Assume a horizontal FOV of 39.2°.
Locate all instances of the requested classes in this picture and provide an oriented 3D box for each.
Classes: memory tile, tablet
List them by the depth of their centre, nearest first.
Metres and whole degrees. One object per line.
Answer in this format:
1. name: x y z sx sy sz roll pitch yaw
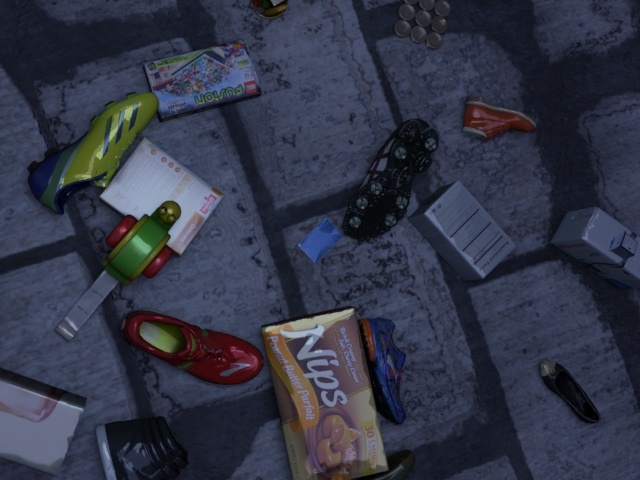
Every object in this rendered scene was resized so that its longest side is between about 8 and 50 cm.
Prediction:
1. tablet: 0.000 0.000 1.792 0.083 0.006 0.054 -45 96 -14
2. memory tile: 0.218 -0.482 1.885 0.113 0.012 0.148 16 81 -12

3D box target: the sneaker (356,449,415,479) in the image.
1. sneaker: 0.117 0.496 1.753 0.192 0.064 0.086 -33 101 -14

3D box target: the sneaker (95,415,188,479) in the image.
1. sneaker: -0.297 0.456 1.627 0.146 0.104 0.296 -17 85 -10

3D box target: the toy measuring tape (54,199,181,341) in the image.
1. toy measuring tape: -0.364 0.058 1.600 0.121 0.121 0.330 42 94 -7

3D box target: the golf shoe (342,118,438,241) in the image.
1. golf shoe: 0.137 -0.120 1.794 0.105 0.120 0.273 32 101 -16

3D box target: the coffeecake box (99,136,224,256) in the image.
1. coffeecake box: -0.299 -0.079 1.692 0.185 0.068 0.142 37 79 -8

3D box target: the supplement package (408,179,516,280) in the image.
1. supplement package: 0.284 -0.017 1.813 0.105 0.105 0.179 -44 96 -14

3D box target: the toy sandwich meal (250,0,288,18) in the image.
1. toy sandwich meal: -0.099 -0.485 1.797 0.085 0.029 0.086 1 85 -14

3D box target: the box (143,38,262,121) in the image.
1. box: -0.228 -0.312 1.747 0.206 0.036 0.114 -18 90 -15

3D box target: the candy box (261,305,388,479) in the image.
1. candy box: 0.006 0.298 1.714 0.182 0.087 0.317 -12 87 -5

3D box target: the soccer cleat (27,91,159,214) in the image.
1. soccer cleat: -0.401 -0.160 1.654 0.289 0.093 0.121 -39 77 -8

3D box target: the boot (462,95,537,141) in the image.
1. boot: 0.373 -0.241 1.883 0.157 0.059 0.085 15 85 -4

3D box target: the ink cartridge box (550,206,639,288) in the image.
1. ink cartridge box: 0.600 0.018 1.870 0.190 0.139 0.082 32 81 -9

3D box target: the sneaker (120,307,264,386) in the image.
1. sneaker: -0.236 0.203 1.658 0.278 0.118 0.107 18 82 -12

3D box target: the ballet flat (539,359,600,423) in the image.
1. ballet flat: 0.523 0.312 1.872 0.173 0.049 0.057 46 76 -6

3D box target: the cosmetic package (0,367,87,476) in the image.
1. cosmetic package: -0.568 0.289 1.553 0.296 0.153 0.129 23 81 -12

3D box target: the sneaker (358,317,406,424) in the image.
1. sneaker: 0.135 0.254 1.768 0.087 0.083 0.221 -15 91 -20
